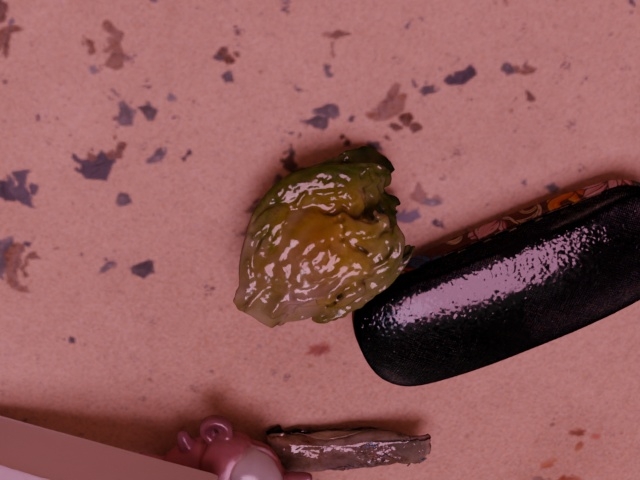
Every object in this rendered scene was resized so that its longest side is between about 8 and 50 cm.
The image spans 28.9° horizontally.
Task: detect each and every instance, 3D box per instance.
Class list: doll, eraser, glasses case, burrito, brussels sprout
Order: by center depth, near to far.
[{"bbox_3d":[-0.001,0.000,1.141,0.181,0.100,0.139,-40,107,17],"label":"brussels sprout"},{"bbox_3d":[0.185,0.043,1.196,0.321,0.082,0.122,-23,122,4],"label":"glasses case"},{"bbox_3d":[-0.255,0.239,1.203,0.298,0.076,0.078,14,117,5],"label":"eraser"},{"bbox_3d":[-0.101,0.288,1.290,0.211,0.093,0.262,9,120,1],"label":"doll"},{"bbox_3d":[0.029,0.218,1.302,0.171,0.042,0.051,-3,131,-4],"label":"burrito"}]
